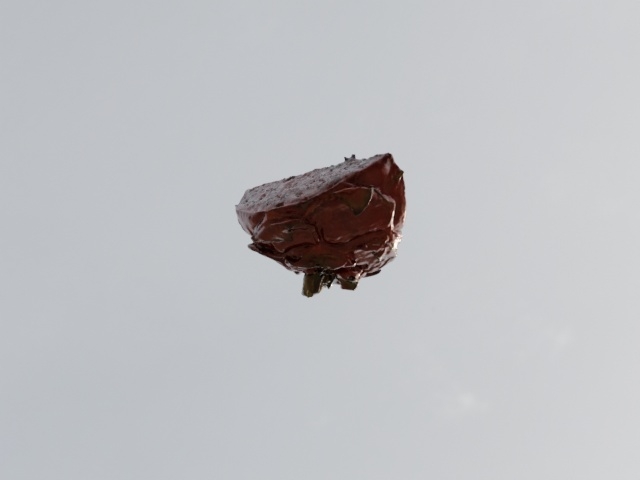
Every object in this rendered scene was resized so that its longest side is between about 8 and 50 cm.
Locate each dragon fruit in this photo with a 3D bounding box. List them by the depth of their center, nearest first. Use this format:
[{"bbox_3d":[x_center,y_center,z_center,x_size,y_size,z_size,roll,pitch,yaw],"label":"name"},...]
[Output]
[{"bbox_3d":[0.000,0.000,0.978,0.162,0.083,0.106,-13,-69,33],"label":"dragon fruit"}]
